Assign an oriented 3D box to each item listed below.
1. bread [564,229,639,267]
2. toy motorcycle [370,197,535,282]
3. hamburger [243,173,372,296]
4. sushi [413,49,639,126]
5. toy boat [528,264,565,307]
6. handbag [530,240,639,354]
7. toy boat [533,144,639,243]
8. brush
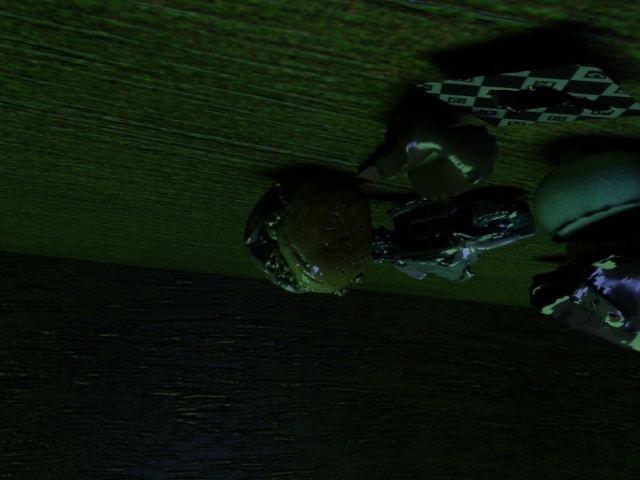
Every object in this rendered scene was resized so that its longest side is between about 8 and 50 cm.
[{"bbox_3d":[0.435,0.016,0.930,0.199,0.104,0.199,8,169,2],"label":"bread"},{"bbox_3d":[0.186,0.004,0.945,0.239,0.108,0.204,3,164,34],"label":"toy motorcycle"},{"bbox_3d":[0.000,0.000,0.856,0.131,0.159,0.185,-8,138,44],"label":"hamburger"},{"bbox_3d":[0.151,-0.111,0.478,0.126,0.026,0.120,3,175,41],"label":"sushi"},{"bbox_3d":[0.588,0.083,1.404,0.295,0.088,0.129,-5,173,-9],"label":"toy boat"},{"bbox_3d":[0.392,0.027,0.656,0.288,0.152,0.342,13,144,-28],"label":"handbag"},{"bbox_3d":[0.292,-0.049,0.683,0.208,0.078,0.134,3,161,-43],"label":"toy boat"},{"bbox_3d":[0.080,-0.079,0.657,0.084,0.071,0.301,22,178,-8],"label":"brush"}]
